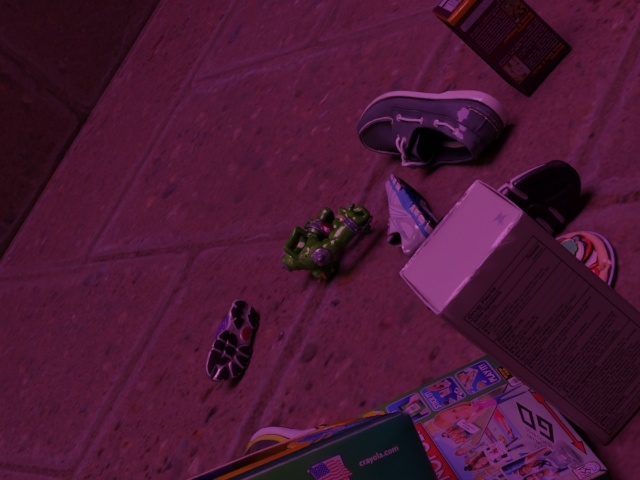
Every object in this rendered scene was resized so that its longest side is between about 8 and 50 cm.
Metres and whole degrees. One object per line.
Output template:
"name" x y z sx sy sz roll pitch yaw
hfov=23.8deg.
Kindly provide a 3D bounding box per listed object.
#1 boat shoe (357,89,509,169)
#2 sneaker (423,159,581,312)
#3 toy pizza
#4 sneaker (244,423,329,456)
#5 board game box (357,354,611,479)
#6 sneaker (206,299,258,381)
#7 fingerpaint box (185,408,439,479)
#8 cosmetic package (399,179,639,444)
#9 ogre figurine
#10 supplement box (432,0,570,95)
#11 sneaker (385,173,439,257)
"boat shoe" 0.158 -0.169 2.425 0.319 0.116 0.099 -2 50 50
"sneaker" 0.235 -0.031 2.144 0.281 0.106 0.162 -44 24 14
"toy pizza" 0.299 0.066 1.996 0.201 0.032 0.201 -37 29 25
"sneaker" -0.031 0.326 2.079 0.300 0.111 0.121 -22 39 60
"board game box" 0.189 0.256 1.817 0.213 0.046 0.317 -24 27 -6
"sneaker" -0.152 0.178 2.546 0.071 0.068 0.170 -48 13 42
"fingerpaint box" -0.113 0.339 1.657 0.445 0.163 0.371 -21 -4 -12
"cosmetic package" 0.254 0.084 1.745 0.153 0.296 0.129 -49 28 3
"ogre figurine" 0.000 0.000 2.480 0.197 0.097 0.118 12 54 49
"supplement box" 0.279 -0.326 2.349 0.104 0.188 0.081 -49 26 4
"sneaker" 0.126 -0.036 2.359 0.083 0.071 0.190 -50 26 14
